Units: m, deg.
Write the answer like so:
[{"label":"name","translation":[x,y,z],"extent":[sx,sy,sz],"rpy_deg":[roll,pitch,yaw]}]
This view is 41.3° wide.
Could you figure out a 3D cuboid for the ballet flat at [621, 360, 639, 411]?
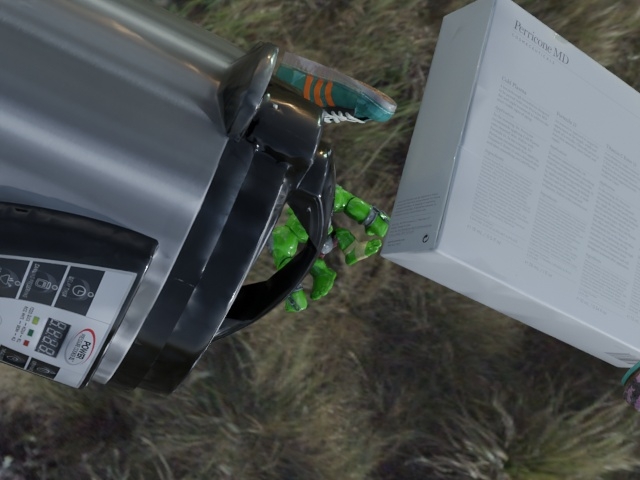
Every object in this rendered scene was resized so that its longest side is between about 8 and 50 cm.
[{"label":"ballet flat","translation":[0.334,0.094,0.673],"extent":[0.221,0.077,0.079],"rpy_deg":[-23,59,-28]}]

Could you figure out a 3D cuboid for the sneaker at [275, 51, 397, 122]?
[{"label":"sneaker","translation":[0.019,-0.267,1.643],"extent":[0.108,0.302,0.121],"rpy_deg":[13,104,-48]}]

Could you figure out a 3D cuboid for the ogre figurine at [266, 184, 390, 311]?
[{"label":"ogre figurine","translation":[0.000,0.000,1.203],"extent":[0.197,0.097,0.118],"rpy_deg":[-38,103,3]}]

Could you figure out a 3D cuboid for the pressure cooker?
[{"label":"pressure cooker","translation":[-0.200,-0.054,0.830],"extent":[0.420,0.370,0.375],"rpy_deg":[25,90,-15]}]

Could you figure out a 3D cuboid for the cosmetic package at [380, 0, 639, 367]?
[{"label":"cosmetic package","translation":[0.267,-0.049,0.932],"extent":[0.377,0.097,0.284],"rpy_deg":[25,74,-28]}]
